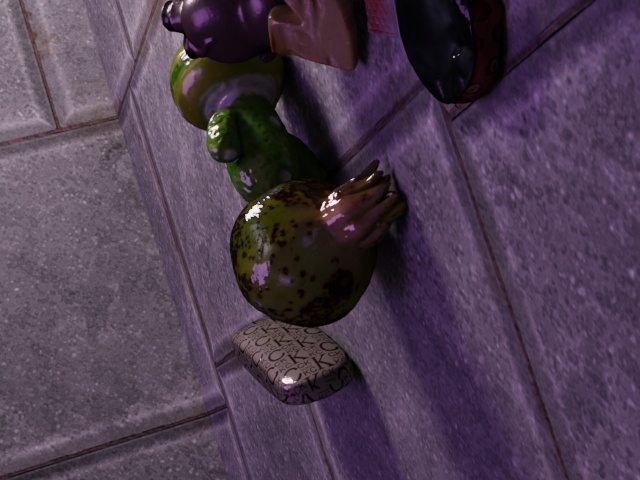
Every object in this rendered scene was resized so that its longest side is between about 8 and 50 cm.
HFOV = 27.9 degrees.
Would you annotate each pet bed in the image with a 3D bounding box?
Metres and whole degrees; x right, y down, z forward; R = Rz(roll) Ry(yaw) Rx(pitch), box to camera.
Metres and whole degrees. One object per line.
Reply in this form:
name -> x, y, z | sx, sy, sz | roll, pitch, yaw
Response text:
pet bed -> 0.135, -0.243, 1.406 | 0.201, 0.054, 0.201 | 166, 90, -73

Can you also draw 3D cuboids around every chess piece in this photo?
chess piece -> -0.013, -0.346, 1.646 | 0.300, 0.137, 0.137 | 80, 164, -44

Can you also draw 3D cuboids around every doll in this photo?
doll -> -0.100, -0.322, 1.831 | 0.182, 0.257, 0.117 | 48, -137, -37

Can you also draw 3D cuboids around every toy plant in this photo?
toy plant -> -0.110, -0.180, 1.991 | 0.184, 0.224, 0.315 | -46, 54, 24

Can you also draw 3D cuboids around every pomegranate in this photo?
pomegranate -> 0.012, 0.010, 1.816 | 0.222, 0.277, 0.204 | -81, -29, -46

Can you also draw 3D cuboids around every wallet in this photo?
wallet -> 0.067, -0.349, 1.580 | 0.103, 0.020, 0.196 | -150, 47, -66

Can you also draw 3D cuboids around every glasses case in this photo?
glasses case -> -0.053, 0.201, 2.236 | 0.355, 0.137, 0.085 | 29, 141, 66
